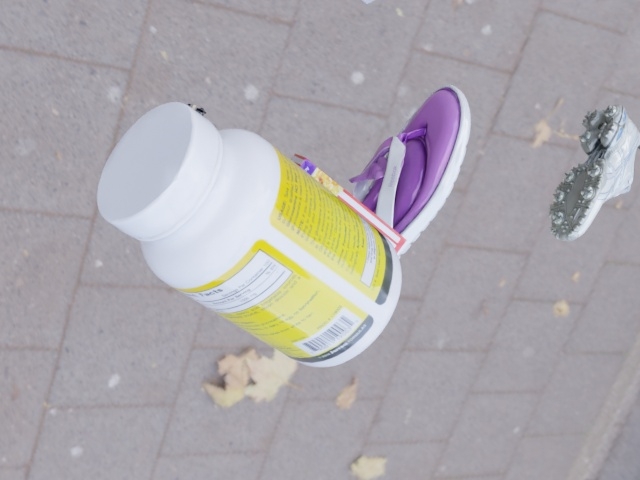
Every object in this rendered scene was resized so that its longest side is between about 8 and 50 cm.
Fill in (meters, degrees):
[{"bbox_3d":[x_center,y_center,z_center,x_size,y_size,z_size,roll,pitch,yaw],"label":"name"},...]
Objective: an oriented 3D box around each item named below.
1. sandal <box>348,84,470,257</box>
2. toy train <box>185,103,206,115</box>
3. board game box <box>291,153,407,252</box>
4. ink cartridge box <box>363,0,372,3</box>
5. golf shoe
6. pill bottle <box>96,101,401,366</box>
[{"bbox_3d":[0.088,-0.057,1.478,0.102,0.169,0.416,20,110,-34],"label":"sandal"},{"bbox_3d":[-0.178,-0.157,1.248,0.036,0.158,0.027,26,83,-15],"label":"toy train"},{"bbox_3d":[0.000,0.000,1.292,0.193,0.045,0.147,37,87,-25],"label":"board game box"},{"bbox_3d":[0.074,-0.395,1.122,0.128,0.127,0.176,33,63,-26],"label":"ink cartridge box"},{"bbox_3d":[0.324,-0.066,1.097,0.086,0.069,0.176,35,74,-25],"label":"golf shoe"},{"bbox_3d":[-0.074,-0.004,1.066,0.188,0.188,0.334,-50,130,4],"label":"pill bottle"}]
